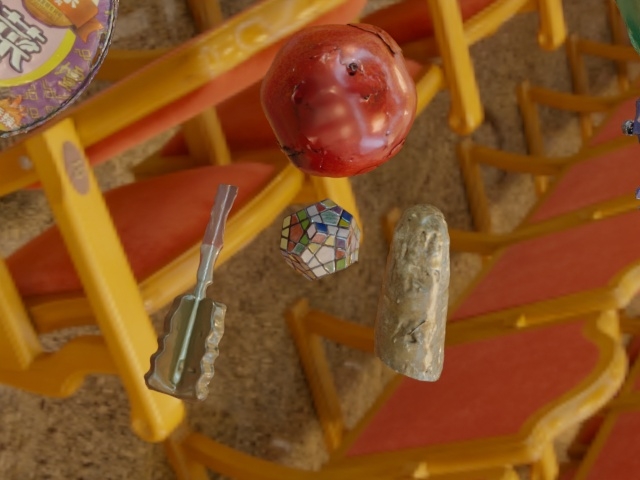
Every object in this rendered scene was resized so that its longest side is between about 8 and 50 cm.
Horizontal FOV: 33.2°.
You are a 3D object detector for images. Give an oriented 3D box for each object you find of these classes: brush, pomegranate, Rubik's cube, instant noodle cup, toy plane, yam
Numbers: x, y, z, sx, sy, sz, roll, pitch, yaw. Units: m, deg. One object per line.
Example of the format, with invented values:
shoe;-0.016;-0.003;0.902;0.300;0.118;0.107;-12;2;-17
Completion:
brush;-0.151;0.058;1.386;0.071;0.084;0.301;118;-14;-66
pomegranate;0.024;-0.188;1.414;0.235;0.210;0.210;-95;172;-72
Rubik's cube;0.000;0.000;1.397;0.093;0.111;0.111;-111;-178;-67
instant noodle cup;-0.375;-0.302;1.112;0.266;0.339;0.340;-106;171;-58
toy plane;0.426;-0.124;1.384;0.062;0.054;0.167;6;91;-29
yam;0.166;0.094;1.870;0.133;0.133;0.330;-29;131;-51

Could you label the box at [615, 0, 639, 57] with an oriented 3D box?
box;0.262;-0.244;0.652;0.205;0.118;0.311;-32;107;-7
